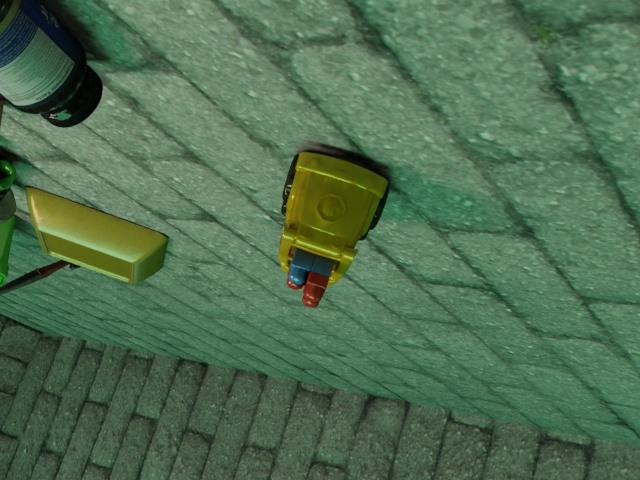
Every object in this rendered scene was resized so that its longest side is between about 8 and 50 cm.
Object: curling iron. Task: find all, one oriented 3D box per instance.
[{"bbox_3d":[-0.727,0.085,2.209,0.274,0.035,0.068,-21,-161,-23],"label":"curling iron"}]

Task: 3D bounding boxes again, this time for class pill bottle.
[{"bbox_3d":[-0.376,-0.237,1.064,0.123,0.122,0.219,9,160,25],"label":"pill bottle"}]

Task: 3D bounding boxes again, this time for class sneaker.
[{"bbox_3d":[-0.683,-0.111,1.703,0.146,0.134,0.343,16,161,3],"label":"sneaker"}]

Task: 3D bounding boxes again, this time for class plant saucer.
[{"bbox_3d":[-0.540,0.009,2.006,0.333,0.081,0.333,20,162,-7],"label":"plant saucer"}]

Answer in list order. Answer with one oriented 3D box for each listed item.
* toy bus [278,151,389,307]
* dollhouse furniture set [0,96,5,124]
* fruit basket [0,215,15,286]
[{"bbox_3d":[0.000,0.000,1.268,0.149,0.211,0.220,17,163,-2],"label":"toy bus"},{"bbox_3d":[-0.662,-0.270,1.266,0.374,0.152,0.201,7,168,-27],"label":"dollhouse furniture set"},{"bbox_3d":[-0.984,0.061,2.121,0.392,0.392,0.283,24,161,-18],"label":"fruit basket"}]
